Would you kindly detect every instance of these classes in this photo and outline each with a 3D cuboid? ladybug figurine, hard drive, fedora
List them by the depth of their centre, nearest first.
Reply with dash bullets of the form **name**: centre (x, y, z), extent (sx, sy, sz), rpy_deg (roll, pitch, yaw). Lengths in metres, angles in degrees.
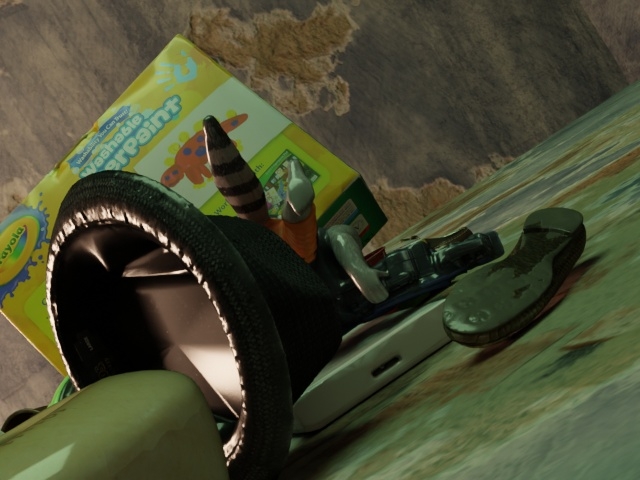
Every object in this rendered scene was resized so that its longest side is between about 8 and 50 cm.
- **ladybug figurine**: centre (-0.200, 0.219, 0.828), extent (0.305, 0.162, 0.449), rpy_deg (-33, 2, -37)
- **fedora**: centre (-0.097, 0.069, 1.203), extent (0.152, 0.334, 0.334), rpy_deg (-22, -5, -38)
- **hard drive**: centre (0.021, 0.138, 1.464), extent (0.203, 0.040, 0.307), rpy_deg (-32, 1, -17)

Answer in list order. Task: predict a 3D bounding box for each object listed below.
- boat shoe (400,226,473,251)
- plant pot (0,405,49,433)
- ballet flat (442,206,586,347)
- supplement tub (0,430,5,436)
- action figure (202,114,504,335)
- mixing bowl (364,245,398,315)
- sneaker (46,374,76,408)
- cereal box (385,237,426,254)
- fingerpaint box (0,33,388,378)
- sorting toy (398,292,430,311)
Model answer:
- **boat shoe**: centre (0.143, 0.030, 2.146), extent (0.207, 0.073, 0.073), rpy_deg (-31, 0, 1)
- **plant pot**: centre (-0.336, 0.292, 1.938), extent (0.167, 0.167, 0.165), rpy_deg (-31, -7, 37)
- **ballet flat**: centre (0.179, 0.041, 1.231), extent (0.084, 0.058, 0.250), rpy_deg (8, 27, 25)
- **supplement tub**: centre (-0.400, 0.305, 1.518), extent (0.200, 0.144, 0.144), rpy_deg (-60, 10, -17)
- **action figure**: centre (0.000, 0.000, 1.424), extent (0.341, 0.179, 0.330), rpy_deg (-23, -29, 13)
- **mixing bowl**: centre (0.029, 0.094, 1.709), extent (0.181, 0.098, 0.181), rpy_deg (-32, 1, 1)
- **sneaker**: centre (-0.216, 0.236, 1.451), extent (0.202, 0.185, 0.483), rpy_deg (-13, 11, 18)
- **cereal box**: centre (0.069, 0.056, 1.970), extent (0.173, 0.047, 0.240), rpy_deg (-28, -1, -4)
- **fingerpaint box**: centre (-0.198, 0.005, 1.858), extent (0.445, 0.371, 0.163), rpy_deg (-48, -28, -5)
- **sorting toy**: centre (0.075, 0.102, 1.894), extent (0.208, 0.038, 0.193), rpy_deg (-28, 0, -13)
